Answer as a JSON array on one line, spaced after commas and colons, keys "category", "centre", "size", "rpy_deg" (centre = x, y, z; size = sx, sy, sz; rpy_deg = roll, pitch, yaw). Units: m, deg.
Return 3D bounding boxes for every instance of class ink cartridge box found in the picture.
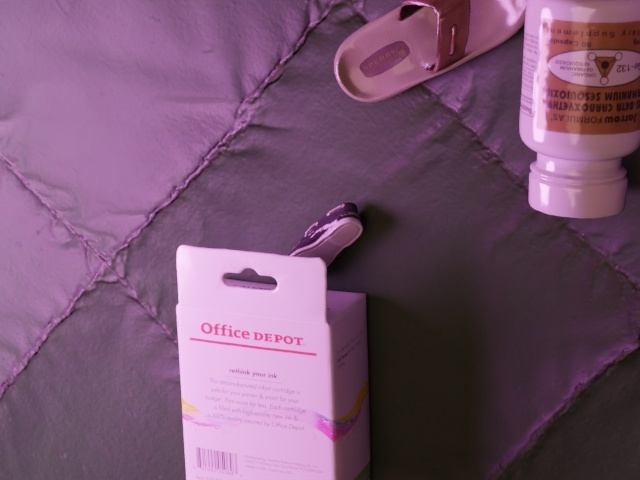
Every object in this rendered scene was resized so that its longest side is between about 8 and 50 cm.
[{"category": "ink cartridge box", "centre": [-0.053, 0.166, 1.938], "size": [0.207, 0.119, 0.353], "rpy_deg": [6, 108, 24]}]

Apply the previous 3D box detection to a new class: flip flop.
[{"category": "flip flop", "centre": [0.121, -0.235, 1.764], "size": [0.277, 0.080, 0.112], "rpy_deg": [-29, 91, 29]}]

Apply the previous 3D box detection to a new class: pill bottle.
[{"category": "pill bottle", "centre": [0.273, -0.146, 1.692], "size": [0.131, 0.131, 0.229], "rpy_deg": [8, 108, 22]}]

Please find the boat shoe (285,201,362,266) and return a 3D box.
[{"category": "boat shoe", "centre": [0.000, 0.000, 1.912], "size": [0.046, 0.038, 0.125], "rpy_deg": [26, 130, -31]}]
